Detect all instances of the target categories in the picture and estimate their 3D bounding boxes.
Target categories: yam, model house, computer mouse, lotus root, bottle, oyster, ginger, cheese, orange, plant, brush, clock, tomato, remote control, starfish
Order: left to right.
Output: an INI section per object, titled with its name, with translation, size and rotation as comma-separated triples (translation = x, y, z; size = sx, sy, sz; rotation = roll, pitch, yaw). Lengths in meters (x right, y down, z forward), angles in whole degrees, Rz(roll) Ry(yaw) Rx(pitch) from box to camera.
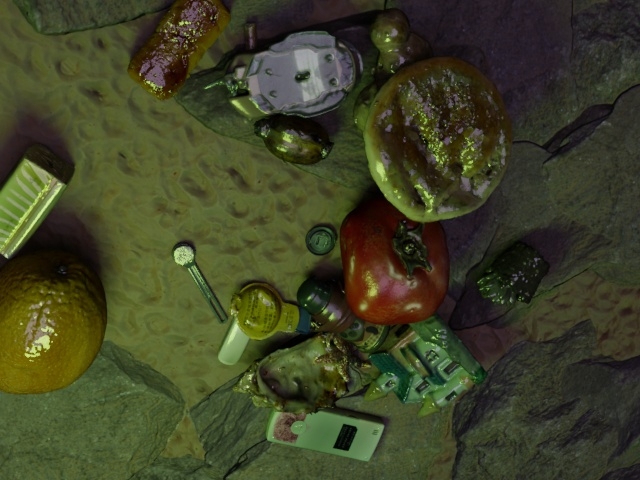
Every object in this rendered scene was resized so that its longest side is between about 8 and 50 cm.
[orange]
translation = -0.668, 0.193, 1.771
size = 0.322, 0.322, 0.357
rotation = 23, 122, -18
[brush]
translation = -0.315, 0.121, 1.975
size = 0.062, 0.027, 0.266
rotation = -27, 114, 0
[yam]
translation = -0.168, -0.450, 1.781
size = 0.032, 0.032, 0.146
rotation = -2, 112, -10
[cheese]
translation = -0.134, 0.200, 2.009
size = 0.250, 0.064, 0.157
rotation = 17, 74, -26
[computer mouse]
translation = -0.086, -0.388, 1.772
size = 0.388, 0.115, 0.200
rotation = -12, 104, -6
[lotus root]
translation = -0.068, -0.254, 1.832
size = 0.209, 0.120, 0.120
rotation = 17, 107, -15
[oyster]
translation = -0.076, 0.397, 2.055
size = 0.360, 0.096, 0.222
rotation = -18, 91, -32
[clock]
translation = 0.000, 0.000, 1.993
size = 0.085, 0.017, 0.085
rotation = -4, 112, -9
[remote control]
translation = 0.013, 0.561, 2.195
size = 0.343, 0.050, 0.145
rotation = 17, 107, -16
[bottle]
translation = 0.052, 0.198, 2.015
size = 0.271, 0.143, 0.156
rotation = 33, 76, -23
[starfish]
translation = 0.061, 0.325, 2.089
size = 0.209, 0.053, 0.150
rotation = -5, 80, -40
[tomato]
translation = 0.187, 0.053, 1.892
size = 0.292, 0.290, 0.325
rotation = -6, 73, -17
[ginger]
translation = 0.177, -0.394, 1.780
size = 0.244, 0.155, 0.304
rotation = -2, 101, -54
[model house]
translation = 0.260, 0.371, 2.085
size = 0.325, 0.194, 0.267
rotation = -40, 114, 4
[plant]
translation = 0.541, 0.106, 2.076
size = 0.194, 0.129, 0.132
rotation = -46, 112, 5

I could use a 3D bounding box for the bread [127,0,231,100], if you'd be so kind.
[bread]
translation = -0.326, -0.459, 1.723
size = 0.139, 0.077, 0.271
rotation = 38, 97, -24

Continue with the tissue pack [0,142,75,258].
[tissue pack]
translation = -0.699, -0.098, 1.746
size = 0.125, 0.159, 0.234
rotation = 36, 101, -21

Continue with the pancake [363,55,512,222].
[pancake]
translation = 0.276, -0.229, 1.696
size = 0.386, 0.082, 0.387
rotation = -3, 101, -15

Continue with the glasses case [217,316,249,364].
[glasses case]
translation = -0.231, 0.270, 2.041
size = 0.063, 0.041, 0.164
rotation = 21, 105, -17
